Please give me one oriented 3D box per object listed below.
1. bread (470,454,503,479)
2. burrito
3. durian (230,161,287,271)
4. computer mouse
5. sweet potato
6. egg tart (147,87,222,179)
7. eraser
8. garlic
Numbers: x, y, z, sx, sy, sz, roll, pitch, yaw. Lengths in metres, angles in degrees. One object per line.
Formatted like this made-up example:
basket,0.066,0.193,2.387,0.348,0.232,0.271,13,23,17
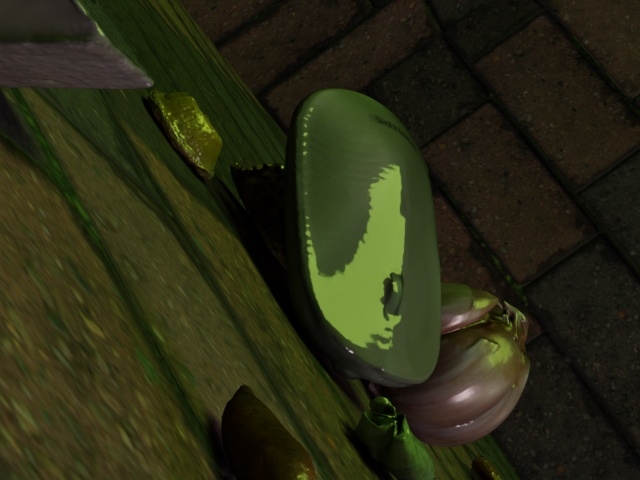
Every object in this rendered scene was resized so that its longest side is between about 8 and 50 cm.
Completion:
bread,0.239,0.342,1.946,0.083,0.036,0.047,56,-5,46
burrito,0.057,0.162,1.150,0.074,0.044,0.118,54,1,30
durian,0.000,0.000,1.528,0.139,0.144,0.252,28,-10,41
computer mouse,0.050,-0.013,1.363,0.197,0.095,0.330,28,43,-33
sweet potato,-0.022,0.108,0.637,0.044,0.044,0.179,53,4,-19
egg tart,-0.125,-0.107,1.338,0.105,0.039,0.105,54,1,-2
eraser,-0.219,-0.209,0.725,0.352,0.077,0.111,55,4,9
garlic,0.137,0.148,1.523,0.214,0.191,0.160,70,14,-57
